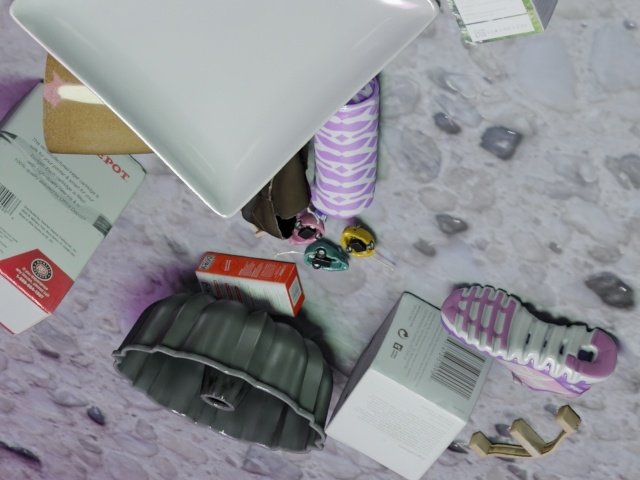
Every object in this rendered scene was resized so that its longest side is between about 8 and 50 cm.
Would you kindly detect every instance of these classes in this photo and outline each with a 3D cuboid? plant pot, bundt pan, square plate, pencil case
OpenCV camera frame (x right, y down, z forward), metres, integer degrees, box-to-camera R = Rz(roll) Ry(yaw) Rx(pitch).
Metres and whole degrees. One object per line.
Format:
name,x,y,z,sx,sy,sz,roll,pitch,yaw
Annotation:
plant pot,-0.179,-0.202,1.849,0.254,0.237,0.237,9,138,1
bundt pan,-0.124,0.180,2.227,0.331,0.124,0.331,19,157,9
square plate,-0.103,-0.258,1.721,0.347,0.049,0.344,-44,109,4
pencil case,0.027,-0.121,1.906,0.088,0.086,0.206,37,144,28

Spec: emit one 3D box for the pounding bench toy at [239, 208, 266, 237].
pounding bench toy,-0.068,-0.054,2.047,0.083,0.052,0.065,-22,119,42

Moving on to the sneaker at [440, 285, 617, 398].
sneaker,0.264,0.144,2.042,0.236,0.095,0.104,22,147,6

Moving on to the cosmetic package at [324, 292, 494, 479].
cosmetic package,0.123,0.203,2.131,0.151,0.151,0.184,29,139,-1

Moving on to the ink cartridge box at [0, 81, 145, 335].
ink cartridge box,-0.387,-0.045,2.071,0.197,0.273,0.114,43,141,-16

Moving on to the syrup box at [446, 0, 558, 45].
syrup box,0.160,-0.326,1.602,0.093,0.096,0.237,-7,128,32

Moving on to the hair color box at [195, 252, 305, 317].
hair color box,-0.099,0.062,2.193,0.141,0.043,0.072,7,136,22

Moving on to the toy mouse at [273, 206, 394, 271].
toy mouse,0.000,0.000,2.066,0.143,0.031,0.161,-12,143,32

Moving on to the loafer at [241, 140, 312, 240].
loafer,-0.039,-0.073,1.914,0.078,0.080,0.220,41,155,13

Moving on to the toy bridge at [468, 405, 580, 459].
toy bridge,0.295,0.283,2.214,0.063,0.026,0.188,44,138,-20
